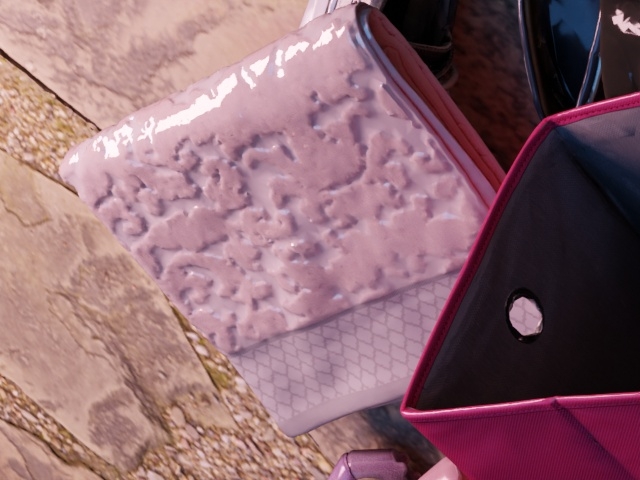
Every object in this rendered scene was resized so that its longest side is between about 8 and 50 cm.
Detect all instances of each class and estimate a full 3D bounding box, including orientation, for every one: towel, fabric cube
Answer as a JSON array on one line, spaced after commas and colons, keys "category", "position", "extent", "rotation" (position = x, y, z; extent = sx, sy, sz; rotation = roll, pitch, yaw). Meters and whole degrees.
[{"category": "towel", "position": [0.000, 0.000, 1.331], "extent": [0.332, 0.053, 0.317], "rotation": [-22, 115, 39]}, {"category": "fabric cube", "position": [0.255, 0.074, 1.052], "extent": [0.259, 0.254, 0.258], "rotation": [-11, 132, 48]}]

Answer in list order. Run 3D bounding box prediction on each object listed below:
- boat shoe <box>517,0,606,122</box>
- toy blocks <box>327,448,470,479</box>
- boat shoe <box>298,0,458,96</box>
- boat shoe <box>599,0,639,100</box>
[{"category": "boat shoe", "position": [0.173, -0.199, 1.209], "extent": [0.095, 0.079, 0.254], "rotation": [12, 113, 37]}, {"category": "toy blocks", "position": [0.151, 0.286, 1.354], "extent": [0.260, 0.309, 0.288], "rotation": [-33, 98, 9]}, {"category": "boat shoe", "position": [0.053, -0.141, 1.306], "extent": [0.105, 0.113, 0.306], "rotation": [35, 117, 41]}, {"category": "boat shoe", "position": [0.243, -0.211, 1.125], "extent": [0.122, 0.120, 0.324], "rotation": [21, 126, 48]}]
